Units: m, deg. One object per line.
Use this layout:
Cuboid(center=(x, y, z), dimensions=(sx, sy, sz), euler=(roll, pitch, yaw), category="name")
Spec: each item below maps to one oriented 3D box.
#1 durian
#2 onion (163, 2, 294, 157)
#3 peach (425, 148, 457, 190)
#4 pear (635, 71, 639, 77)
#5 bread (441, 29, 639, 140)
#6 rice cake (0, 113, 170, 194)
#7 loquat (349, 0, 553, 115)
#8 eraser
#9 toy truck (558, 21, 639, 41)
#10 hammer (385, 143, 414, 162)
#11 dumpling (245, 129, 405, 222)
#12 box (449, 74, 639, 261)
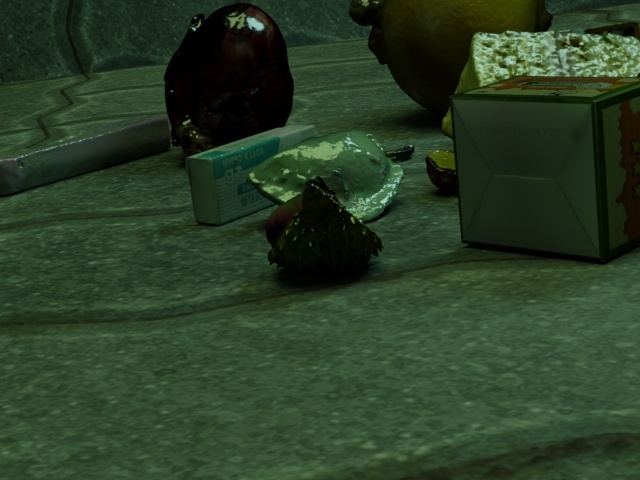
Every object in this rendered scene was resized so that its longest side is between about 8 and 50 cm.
Cuboid(center=(-0.003, 0.002, 1.445), dimensions=(0.108, 0.119, 0.186), euler=(-45, 2, 3), category="durian")
Cuboid(center=(-0.149, -0.276, 2.200), dimensions=(0.221, 0.281, 0.281), euler=(31, 24, 8), category="onion")
Cuboid(center=(0.187, -0.093, 1.749), dimensions=(0.083, 0.050, 0.077), euler=(-7, 27, -16), category="peach")
Cuboid(center=(0.465, -0.147, 1.546), dimensions=(0.211, 0.188, 0.228), euler=(-3, 8, -41), category="pear")
Cuboid(center=(0.320, -0.141, 1.766), dimensions=(0.263, 0.198, 0.236), euler=(0, 46, -10), category="bread")
Cuboid(center=(-0.408, -0.154, 2.226), dimensions=(0.064, 0.070, 0.399), euler=(11, 23, 40), category="rice cake")
Cuboid(center=(0.228, -0.384, 2.289), dimensions=(0.360, 0.328, 0.328), euler=(10, 17, 7), category="loquat")
Cuboid(center=(-0.090, -0.096, 1.799), dimensions=(0.052, 0.095, 0.225), euler=(5, 19, 38), category="eraser")
Cuboid(center=(0.441, -0.252, 2.009), dimensions=(0.388, 0.173, 0.207), euler=(-6, 5, 12), category="toy truck")
Cuboid(center=(0.055, -0.130, 2.024), dimensions=(0.182, 0.017, 0.062), euler=(-5, 14, 12), category="hammer")
Cuboid(center=(0.014, -0.084, 1.688), dimensions=(0.217, 0.104, 0.149), euler=(-13, 16, -24), category="dumpling")
Cuboid(center=(0.268, -0.087, 1.436), dimensions=(0.195, 0.177, 0.148), euler=(8, 20, 45), category="box")
